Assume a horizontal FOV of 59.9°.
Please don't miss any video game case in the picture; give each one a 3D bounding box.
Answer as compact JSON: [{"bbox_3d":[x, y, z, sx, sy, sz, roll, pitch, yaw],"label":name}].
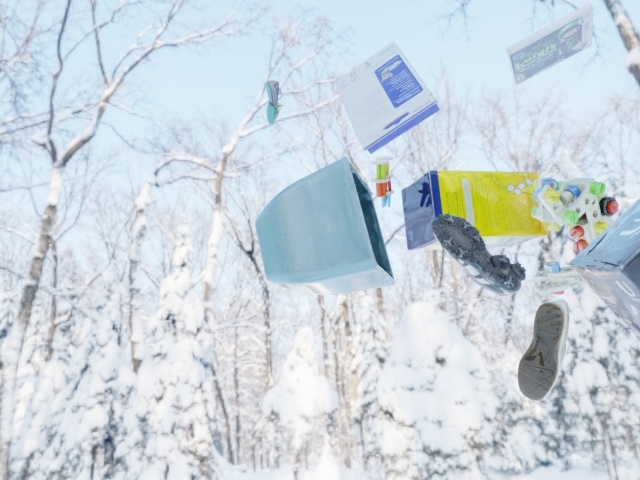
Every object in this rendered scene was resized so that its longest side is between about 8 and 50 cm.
[{"bbox_3d":[0.531,-0.446,1.281,0.190,0.022,0.173,-26,-19,19],"label":"video game case"}]

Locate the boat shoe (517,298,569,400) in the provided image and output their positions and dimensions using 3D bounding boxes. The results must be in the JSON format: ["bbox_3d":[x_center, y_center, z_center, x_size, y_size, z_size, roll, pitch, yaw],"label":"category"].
[{"bbox_3d":[0.643,0.311,1.575,0.109,0.302,0.098,19,20,40],"label":"boat shoe"}]

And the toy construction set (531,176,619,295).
[{"bbox_3d":[0.603,-0.013,1.322,0.215,0.151,0.327,-25,-59,-20],"label":"toy construction set"}]

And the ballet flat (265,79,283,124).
[{"bbox_3d":[-0.111,-0.339,1.364,0.041,0.041,0.114,-3,-50,-5],"label":"ballet flat"}]

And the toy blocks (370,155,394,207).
[{"bbox_3d":[0.178,-0.158,1.577,0.054,0.148,0.123,1,18,18],"label":"toy blocks"}]

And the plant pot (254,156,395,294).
[{"bbox_3d":[0.000,0.000,1.243,0.252,0.248,0.247,-18,-17,12],"label":"plant pot"}]

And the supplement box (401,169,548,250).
[{"bbox_3d":[0.442,-0.085,1.619,0.356,0.195,0.194,-1,-11,-17],"label":"supplement box"}]

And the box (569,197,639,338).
[{"bbox_3d":[0.451,0.071,0.612,0.165,0.270,0.143,-44,-3,2],"label":"box"}]

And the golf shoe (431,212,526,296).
[{"bbox_3d":[0.279,0.035,1.030,0.077,0.198,0.094,-39,-20,-16],"label":"golf shoe"}]

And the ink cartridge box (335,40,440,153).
[{"bbox_3d":[0.136,-0.288,1.146,0.165,0.332,0.065,-31,-54,15],"label":"ink cartridge box"}]
